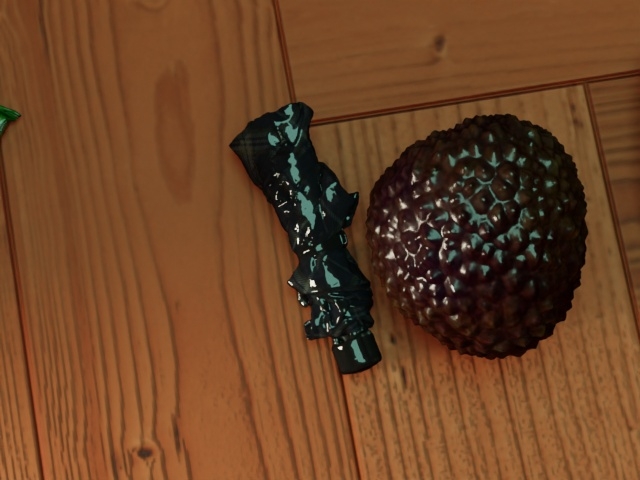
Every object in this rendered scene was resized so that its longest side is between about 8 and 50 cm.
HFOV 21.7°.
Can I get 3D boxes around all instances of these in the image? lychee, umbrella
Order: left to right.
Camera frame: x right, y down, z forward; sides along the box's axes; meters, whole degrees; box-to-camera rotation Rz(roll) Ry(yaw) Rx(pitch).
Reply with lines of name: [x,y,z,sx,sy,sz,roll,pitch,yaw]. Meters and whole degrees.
umbrella: [0.003,-0.001,1.359,0.071,0.080,0.224,-13,79,-41]
lychee: [0.125,0.003,1.301,0.188,0.188,0.188,1,77,-3]

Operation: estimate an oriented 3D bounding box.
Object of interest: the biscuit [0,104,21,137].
biscuit: [-0.290,-0.079,1.383,0.046,0.016,0.089,29,78,2]
